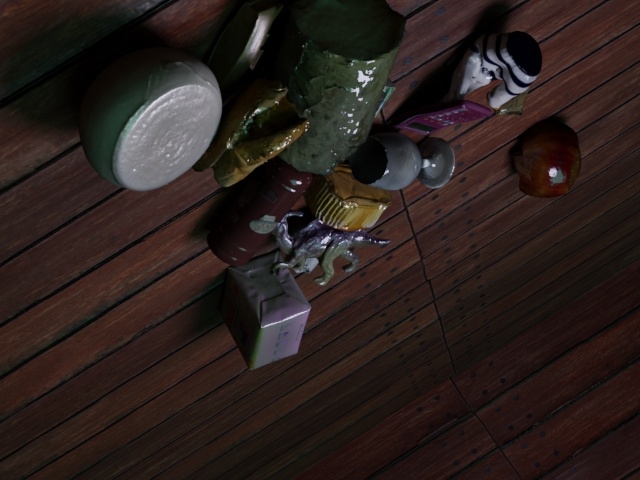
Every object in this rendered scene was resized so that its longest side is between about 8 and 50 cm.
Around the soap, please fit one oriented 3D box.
[{"bbox_3d":[-0.129,0.162,2.062,0.138,0.182,0.199,-18,148,-26],"label":"soap"}]

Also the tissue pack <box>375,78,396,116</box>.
[{"bbox_3d":[0.082,-0.262,1.710,0.085,0.079,0.111,-4,140,-45],"label":"tissue pack"}]

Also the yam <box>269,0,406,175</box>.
[{"bbox_3d":[0.010,-0.264,1.514,0.195,0.195,0.300,-17,147,-29],"label":"yam"}]

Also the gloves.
[{"bbox_3d":[0.338,-0.343,1.822,0.140,0.131,0.218,4,174,-32],"label":"gloves"}]

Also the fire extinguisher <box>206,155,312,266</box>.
[{"bbox_3d":[-0.097,-0.087,1.752,0.344,0.102,0.138,-49,-168,29],"label":"fire extinguisher"}]

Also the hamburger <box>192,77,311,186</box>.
[{"bbox_3d":[-0.142,-0.168,1.495,0.131,0.124,0.262,-40,-173,-34],"label":"hamburger"}]

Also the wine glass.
[{"bbox_3d":[0.175,-0.168,1.916,0.241,0.126,0.126,-5,141,-45],"label":"wine glass"}]

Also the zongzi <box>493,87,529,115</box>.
[{"bbox_3d":[0.436,-0.323,2.039,0.076,0.040,0.083,-6,131,-31],"label":"zongzi"}]

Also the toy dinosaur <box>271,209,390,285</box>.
[{"bbox_3d":[-0.001,0.014,1.987,0.294,0.077,0.162,2,127,-25],"label":"toy dinosaur"}]

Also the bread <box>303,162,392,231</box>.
[{"bbox_3d":[0.055,-0.089,1.907,0.190,0.132,0.114,-1,140,-42],"label":"bread"}]

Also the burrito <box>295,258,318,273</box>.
[{"bbox_3d":[0.000,0.000,2.072,0.064,0.064,0.203,3,134,-49],"label":"burrito"}]

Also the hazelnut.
[{"bbox_3d":[0.574,-0.204,2.272,0.170,0.160,0.202,-20,115,-48],"label":"hazelnut"}]

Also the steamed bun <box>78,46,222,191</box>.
[{"bbox_3d":[-0.269,-0.196,1.373,0.232,0.145,0.232,-38,155,-22],"label":"steamed bun"}]

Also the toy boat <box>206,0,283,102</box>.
[{"bbox_3d":[-0.125,-0.305,1.443,0.206,0.064,0.072,-51,162,31],"label":"toy boat"}]

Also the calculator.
[{"bbox_3d":[0.249,-0.258,1.865,0.190,0.034,0.126,-11,168,37],"label":"calculator"}]
